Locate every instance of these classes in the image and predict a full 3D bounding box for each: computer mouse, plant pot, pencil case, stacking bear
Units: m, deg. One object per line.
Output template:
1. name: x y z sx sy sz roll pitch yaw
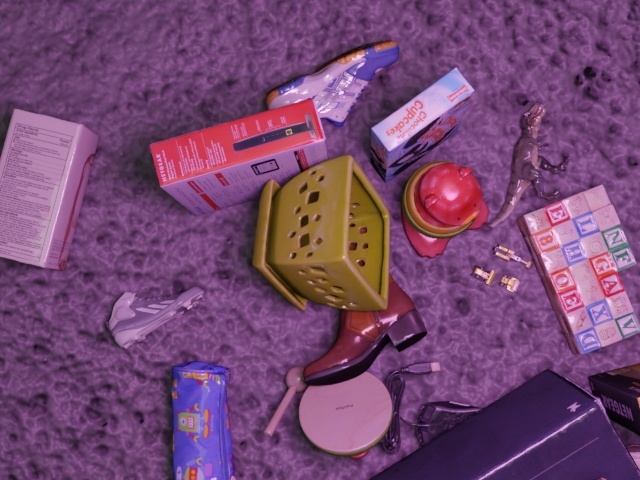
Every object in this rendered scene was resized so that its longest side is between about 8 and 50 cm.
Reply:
1. computer mouse: 0.247 0.331 1.813 0.262 0.060 0.184 0 93 1
2. plant pot: 0.000 0.000 1.722 0.207 0.227 0.228 -8 59 23
3. pencil case: -0.230 0.392 1.798 0.133 0.119 0.306 -5 85 31
4. stacking bear: 0.238 -0.077 1.739 0.175 0.289 0.164 -34 85 -1

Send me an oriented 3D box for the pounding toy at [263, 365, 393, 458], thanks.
1. pounding toy: 0.030 0.354 1.798 0.237 0.110 0.183 8 53 18

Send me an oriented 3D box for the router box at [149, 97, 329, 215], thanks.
1. router box: -0.136 -0.148 1.731 0.301 0.335 0.082 -16 82 0

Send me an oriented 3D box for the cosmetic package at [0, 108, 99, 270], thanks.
1. cosmetic package: -0.570 -0.099 1.847 0.153 0.129 0.296 15 86 4

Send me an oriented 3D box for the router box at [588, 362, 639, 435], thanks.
1. router box: 0.663 0.277 1.688 0.243 0.309 0.081 -15 88 0

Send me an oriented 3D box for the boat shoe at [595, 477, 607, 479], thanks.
1. boat shoe: 0.459 0.476 1.475 0.060 0.064 0.178 -10 96 -5

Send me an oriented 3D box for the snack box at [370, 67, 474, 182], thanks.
1. snack box: 0.186 -0.211 1.735 0.187 0.322 0.060 -36 83 -1

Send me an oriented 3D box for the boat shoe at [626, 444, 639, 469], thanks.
1. boat shoe: 0.736 0.477 1.776 0.324 0.097 0.116 22 127 7

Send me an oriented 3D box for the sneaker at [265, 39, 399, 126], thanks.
1. sneaker: 0.039 -0.307 1.871 0.296 0.112 0.131 -27 102 1

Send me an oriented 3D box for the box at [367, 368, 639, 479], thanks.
1. box: 0.376 0.574 1.650 0.480 0.297 0.472 -31 96 -1

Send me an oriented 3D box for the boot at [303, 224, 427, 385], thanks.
1. boot: 0.035 0.121 1.795 0.264 0.096 0.280 -31 67 3

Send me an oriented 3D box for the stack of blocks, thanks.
1. stack of blocks: 0.534 0.059 1.820 0.171 0.087 0.297 -21 85 0

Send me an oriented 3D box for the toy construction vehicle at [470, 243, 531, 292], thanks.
1. toy construction vehicle: 0.369 0.057 1.851 0.098 0.035 0.086 28 87 4

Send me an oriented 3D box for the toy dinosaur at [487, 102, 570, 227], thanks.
1. toy dinosaur: 0.438 -0.139 1.856 0.118 0.064 0.268 17 88 10

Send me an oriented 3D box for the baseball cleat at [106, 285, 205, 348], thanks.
1. baseball cleat: -0.342 0.131 1.850 0.206 0.072 0.109 -33 79 -5
